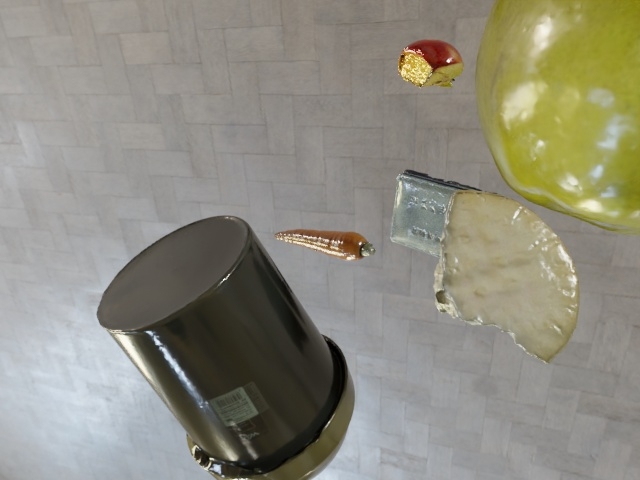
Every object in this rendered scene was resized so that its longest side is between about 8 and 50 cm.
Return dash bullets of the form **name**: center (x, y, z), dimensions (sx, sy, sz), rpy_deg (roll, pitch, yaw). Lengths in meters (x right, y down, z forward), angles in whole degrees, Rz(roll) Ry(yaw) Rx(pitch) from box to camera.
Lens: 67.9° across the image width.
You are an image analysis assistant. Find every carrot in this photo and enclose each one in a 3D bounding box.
- **carrot**: center (0.000, 0.000, 1.143), dimensions (0.336, 0.069, 0.069), rpy_deg (11, 122, 44)

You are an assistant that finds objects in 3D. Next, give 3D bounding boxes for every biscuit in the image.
- **biscuit**: center (0.241, 0.043, 0.652), dimensions (0.188, 0.040, 0.265), rpy_deg (-31, 67, 8)

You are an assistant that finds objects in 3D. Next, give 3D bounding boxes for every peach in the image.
- **peach**: center (0.268, -0.428, 1.151), dimensions (0.151, 0.151, 0.118), rpy_deg (-16, 84, 26)

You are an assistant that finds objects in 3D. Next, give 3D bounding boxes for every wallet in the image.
- **wallet**: center (0.243, -0.041, 0.962), dimensions (0.222, 0.036, 0.167), rpy_deg (24, 123, 35)

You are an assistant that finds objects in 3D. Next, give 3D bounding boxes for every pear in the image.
- **pear**: center (0.252, -0.157, 0.359), dimensions (0.253, 0.253, 0.306), rpy_deg (14, 99, 13)

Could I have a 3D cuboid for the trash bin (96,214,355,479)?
- **trash bin**: center (-0.087, 0.152, 0.561), dimensions (0.214, 0.214, 0.333), rpy_deg (-13, 123, 25)
